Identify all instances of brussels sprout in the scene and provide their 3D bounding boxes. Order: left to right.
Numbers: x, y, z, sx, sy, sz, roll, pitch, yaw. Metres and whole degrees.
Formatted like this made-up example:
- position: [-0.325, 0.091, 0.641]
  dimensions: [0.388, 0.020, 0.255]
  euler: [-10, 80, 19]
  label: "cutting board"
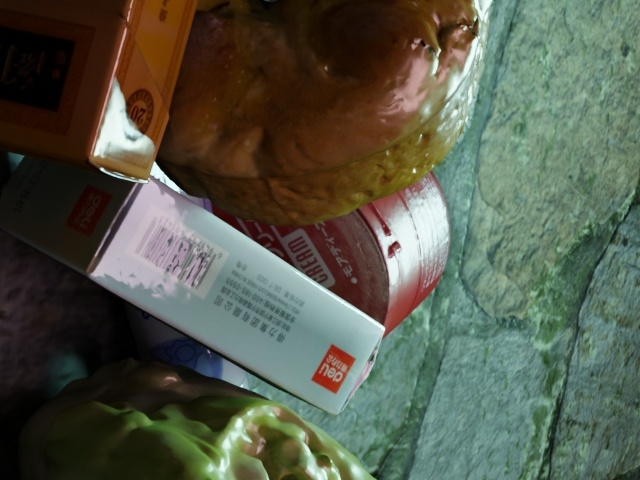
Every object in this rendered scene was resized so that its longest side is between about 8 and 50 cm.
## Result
- position: [-0.065, 0.235, 1.168]
  dimensions: [0.268, 0.344, 0.344]
  euler: [-15, 121, -25]
  label: "brussels sprout"

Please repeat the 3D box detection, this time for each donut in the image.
- position: [-0.027, -0.168, 1.077]
  dimensions: [0.150, 0.299, 0.317]
  euler: [71, 32, -62]
  label: "donut"

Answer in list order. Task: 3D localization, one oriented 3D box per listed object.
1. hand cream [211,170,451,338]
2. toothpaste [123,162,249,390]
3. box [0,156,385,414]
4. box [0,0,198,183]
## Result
- position: [0.000, 0.000, 1.347]
  dimensions: [0.125, 0.193, 0.193]
  euler: [-35, 133, -51]
  label: "hand cream"
- position: [-0.121, -0.001, 1.258]
  dimensions: [0.125, 0.080, 0.371]
  euler: [-42, 131, -43]
  label: "toothpaste"
- position: [-0.087, 0.025, 1.158]
  dimensions: [0.269, 0.135, 0.079]
  euler: [34, 83, -42]
  label: "box"
- position: [-0.150, -0.185, 0.966]
  dimensions: [0.076, 0.174, 0.274]
  euler: [19, 86, -63]
  label: "box"
